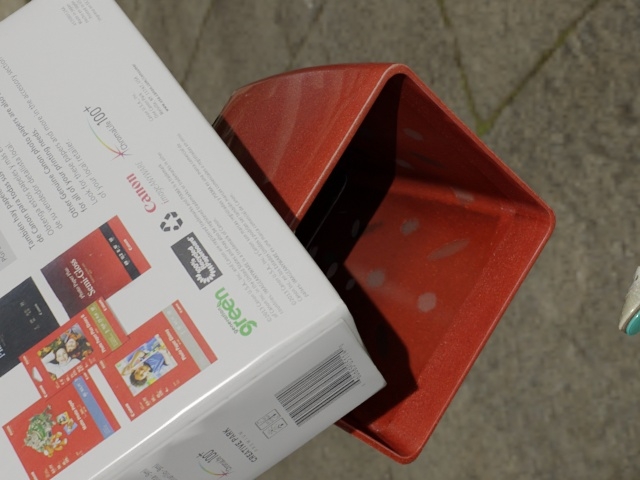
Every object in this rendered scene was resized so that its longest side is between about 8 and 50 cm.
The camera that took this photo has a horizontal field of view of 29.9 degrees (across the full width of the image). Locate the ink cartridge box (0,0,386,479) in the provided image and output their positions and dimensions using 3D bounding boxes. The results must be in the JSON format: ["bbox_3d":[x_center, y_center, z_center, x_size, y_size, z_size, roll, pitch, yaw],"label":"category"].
[{"bbox_3d":[-0.163,0.031,0.732,0.309,0.272,0.130,53,175,29],"label":"ink cartridge box"}]

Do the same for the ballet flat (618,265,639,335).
[{"bbox_3d":[0.373,0.037,1.304,0.052,0.168,0.057,44,166,34],"label":"ballet flat"}]

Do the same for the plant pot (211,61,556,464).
[{"bbox_3d":[0.000,0.000,1.079,0.236,0.267,0.267,24,80,49],"label":"plant pot"}]
